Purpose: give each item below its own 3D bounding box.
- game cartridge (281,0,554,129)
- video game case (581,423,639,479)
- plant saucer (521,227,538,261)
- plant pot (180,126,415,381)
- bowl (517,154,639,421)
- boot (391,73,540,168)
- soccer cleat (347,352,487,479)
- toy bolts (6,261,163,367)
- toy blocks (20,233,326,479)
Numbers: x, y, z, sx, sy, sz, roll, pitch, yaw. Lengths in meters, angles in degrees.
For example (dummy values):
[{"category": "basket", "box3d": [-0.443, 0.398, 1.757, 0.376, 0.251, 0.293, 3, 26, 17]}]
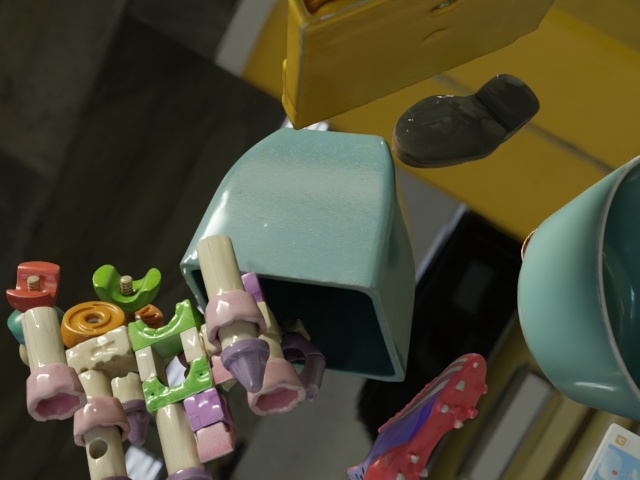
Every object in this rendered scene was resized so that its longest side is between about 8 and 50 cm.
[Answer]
[{"category": "game cartridge", "box3d": [0.099, -0.216, 1.458, 0.285, 0.053, 0.324, -22, -8, -7]}, {"category": "video game case", "box3d": [0.382, 0.338, 1.779, 0.212, 0.193, 0.023, -54, -14, -33]}, {"category": "plant saucer", "box3d": [0.346, 0.015, 2.337, 0.083, 0.083, 0.013, -59, -41, -8]}, {"category": "plant pot", "box3d": [0.000, 0.000, 1.942, 0.248, 0.247, 0.252, 70, -148, -57]}, {"category": "bowl", "box3d": [0.337, 0.068, 1.718, 0.163, 0.311, 0.311, -14, 31, 44]}, {"category": "boot", "box3d": [0.186, -0.137, 2.114, 0.305, 0.112, 0.115, -23, -20, -49]}, {"category": "soccer cleat", "box3d": [0.133, 0.238, 2.037, 0.248, 0.095, 0.083, -52, -43, -27]}, {"category": "toy bolts", "box3d": [-0.362, 0.144, 2.288, 0.218, 0.228, 0.158, -71, -15, -59]}, {"category": "toy blocks", "box3d": [-0.145, 0.201, 1.756, 0.288, 0.260, 0.309, -23, -31, 7]}]
